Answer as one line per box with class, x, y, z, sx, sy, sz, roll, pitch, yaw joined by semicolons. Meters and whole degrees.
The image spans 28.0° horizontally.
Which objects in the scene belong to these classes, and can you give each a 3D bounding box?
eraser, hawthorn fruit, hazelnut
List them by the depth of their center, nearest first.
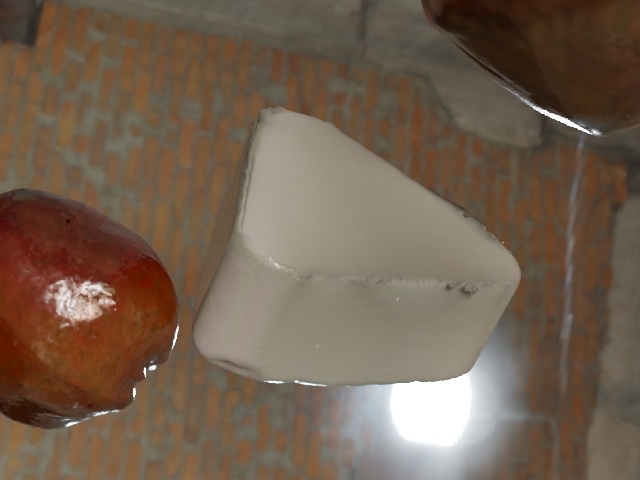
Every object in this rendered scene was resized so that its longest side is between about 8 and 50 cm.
hazelnut;0.265;-0.277;1.216;0.315;0.372;0.372;4;-98;36
hawthorn fruit;-0.273;0.056;1.247;0.224;0.261;0.224;-46;-168;13
eraser;0.000;0.000;1.311;0.331;0.331;0.150;-105;-145;-53
